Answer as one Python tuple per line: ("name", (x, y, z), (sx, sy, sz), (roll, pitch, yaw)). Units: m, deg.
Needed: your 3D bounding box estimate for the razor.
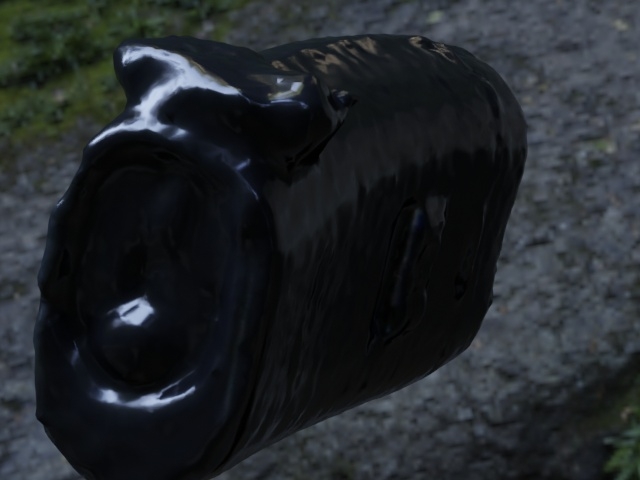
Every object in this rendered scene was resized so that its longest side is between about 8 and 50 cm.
("razor", (-0.004, -0.001, 0.653), (0.107, 0.189, 0.327), (16, 12, 21))
